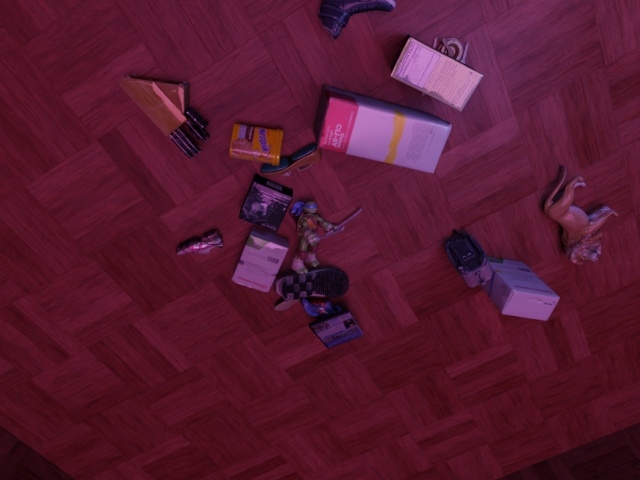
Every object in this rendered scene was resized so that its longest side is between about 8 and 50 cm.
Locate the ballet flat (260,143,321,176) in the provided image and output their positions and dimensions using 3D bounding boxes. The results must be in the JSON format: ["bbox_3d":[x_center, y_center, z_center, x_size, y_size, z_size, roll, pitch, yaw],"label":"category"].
[{"bbox_3d":[-0.102,-0.270,1.465,0.232,0.080,0.073,-21,135,8],"label":"ballet flat"}]

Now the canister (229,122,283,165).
[{"bbox_3d":[-0.219,-0.332,1.403,0.169,0.073,0.126,8,79,-5],"label":"canister"}]

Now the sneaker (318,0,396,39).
[{"bbox_3d":[0.104,-0.694,1.255,0.225,0.086,0.164,16,103,-2],"label":"sneaker"}]

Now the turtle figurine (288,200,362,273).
[{"bbox_3d":[0.000,0.000,1.537,0.274,0.198,0.267,11,119,-6],"label":"turtle figurine"}]

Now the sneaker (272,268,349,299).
[{"bbox_3d":[-0.041,0.172,1.675,0.330,0.146,0.123,2,91,-30],"label":"sneaker"}]

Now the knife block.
[{"bbox_3d":[-0.511,-0.406,1.356,0.275,0.088,0.242,6,115,-8],"label":"knife block"}]

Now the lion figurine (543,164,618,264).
[{"bbox_3d":[1.001,-0.092,1.622,0.392,0.142,0.240,42,115,-6],"label":"lion figurine"}]

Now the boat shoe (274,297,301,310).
[{"bbox_3d":[-0.140,0.256,1.738,0.132,0.042,0.049,-33,134,11],"label":"boat shoe"}]

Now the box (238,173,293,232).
[{"bbox_3d":[-0.201,-0.137,1.511,0.155,0.093,0.159,21,114,-14],"label":"box"}]

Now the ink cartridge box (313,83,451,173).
[{"bbox_3d":[0.183,-0.366,1.323,0.383,0.279,0.161,10,116,-9],"label":"ink cartridge box"}]

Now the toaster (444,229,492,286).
[{"bbox_3d":[0.588,0.076,1.625,0.129,0.227,0.146,-31,132,11],"label":"toaster"}]

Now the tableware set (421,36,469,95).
[{"bbox_3d":[0.425,-0.576,1.373,0.128,0.039,0.195,5,116,-7],"label":"tableware set"}]

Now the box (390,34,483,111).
[{"bbox_3d":[0.350,-0.525,1.267,0.242,0.214,0.117,26,120,-5],"label":"box"}]

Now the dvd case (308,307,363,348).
[{"bbox_3d":[0.072,0.388,1.774,0.180,0.022,0.253,-22,140,7],"label":"dvd case"}]

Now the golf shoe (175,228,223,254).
[{"bbox_3d":[-0.471,0.027,1.583,0.185,0.068,0.086,-19,118,5],"label":"golf shoe"}]

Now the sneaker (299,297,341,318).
[{"bbox_3d":[0.001,0.282,1.741,0.221,0.083,0.087,31,100,-34],"label":"sneaker"}]

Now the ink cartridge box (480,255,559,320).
[{"bbox_3d":[0.777,0.186,1.642,0.201,0.278,0.117,9,115,-9],"label":"ink cartridge box"}]

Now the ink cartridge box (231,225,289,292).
[{"bbox_3d":[-0.238,0.075,1.611,0.160,0.093,0.220,21,113,-14],"label":"ink cartridge box"}]
